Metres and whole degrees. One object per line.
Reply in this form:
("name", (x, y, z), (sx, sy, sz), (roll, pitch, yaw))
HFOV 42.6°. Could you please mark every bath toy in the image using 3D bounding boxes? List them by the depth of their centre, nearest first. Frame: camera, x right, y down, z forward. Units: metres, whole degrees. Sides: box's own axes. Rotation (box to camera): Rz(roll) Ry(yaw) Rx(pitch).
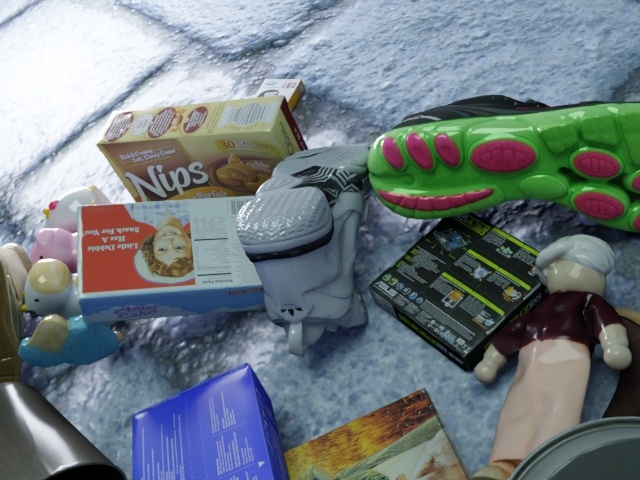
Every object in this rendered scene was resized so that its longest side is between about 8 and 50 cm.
("bath toy", (-0.401, 0.042, 1.300), (0.129, 0.151, 0.348), (-27, 41, 10))

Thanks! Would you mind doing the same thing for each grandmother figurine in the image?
("grandmother figurine", (0.265, 0.132, 0.933), (0.207, 0.104, 0.342), (-9, 44, 42))

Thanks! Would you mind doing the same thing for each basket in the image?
("basket", (-0.383, 0.297, 1.062), (0.204, 0.154, 0.227), (-38, 43, -13))

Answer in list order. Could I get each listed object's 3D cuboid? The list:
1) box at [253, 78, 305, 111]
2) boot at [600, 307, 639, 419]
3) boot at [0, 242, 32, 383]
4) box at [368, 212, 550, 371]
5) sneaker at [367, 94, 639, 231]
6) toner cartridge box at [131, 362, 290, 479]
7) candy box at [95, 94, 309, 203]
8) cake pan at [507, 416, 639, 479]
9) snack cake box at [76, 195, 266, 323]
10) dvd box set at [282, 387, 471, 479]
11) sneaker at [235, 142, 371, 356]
("box", (-0.085, -0.254, 1.508), (0.081, 0.028, 0.136), (6, 55, 28))
("boot", (0.324, 0.195, 0.889), (0.207, 0.090, 0.248), (-41, 29, 4))
("boot", (-0.498, 0.136, 1.277), (0.095, 0.262, 0.203), (-5, 5, -7))
("box", (0.191, 0.058, 1.098), (0.184, 0.045, 0.190), (-39, 46, -17))
("sneaker", (0.309, -0.132, 1.113), (0.482, 0.185, 0.202), (5, 34, 12))
("toner cartridge box", (-0.114, 0.293, 0.887), (0.165, 0.075, 0.348), (-25, 31, 2))
("candy box", (-0.178, -0.128, 1.325), (0.316, 0.183, 0.088), (-1, 50, 23))
("cake pan", (0.293, 0.305, 0.730), (0.293, 0.054, 0.293), (-1, 75, 5))
("snack cake box", (-0.211, 0.026, 1.178), (0.264, 0.089, 0.152), (-3, 62, -11))
("dvd box set", (-0.012, 0.374, 0.888), (0.420, 0.062, 0.308), (-25, 45, 1))
("sneaker", (0.000, 0.000, 1.157), (0.137, 0.210, 0.366), (-3, 23, 21))
